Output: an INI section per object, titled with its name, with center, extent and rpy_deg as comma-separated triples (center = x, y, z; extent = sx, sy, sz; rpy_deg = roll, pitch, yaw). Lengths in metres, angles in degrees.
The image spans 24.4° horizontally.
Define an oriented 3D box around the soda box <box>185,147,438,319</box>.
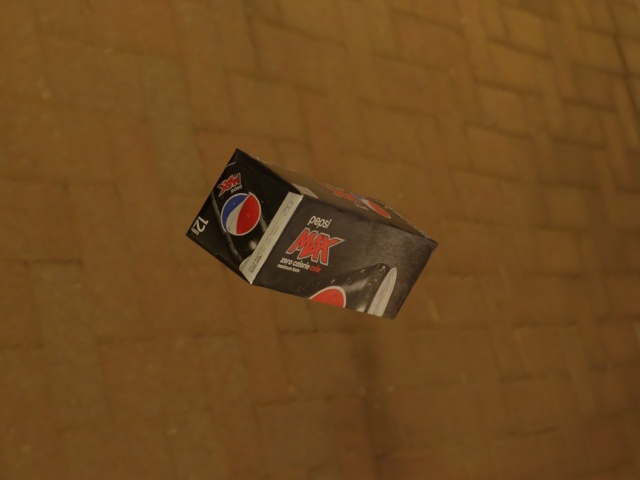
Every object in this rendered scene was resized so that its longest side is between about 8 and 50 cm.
[soda box]
center = 0.000, 0.000, 0.839
extent = 0.053, 0.060, 0.169
rpy_deg = 35, 9, 30
